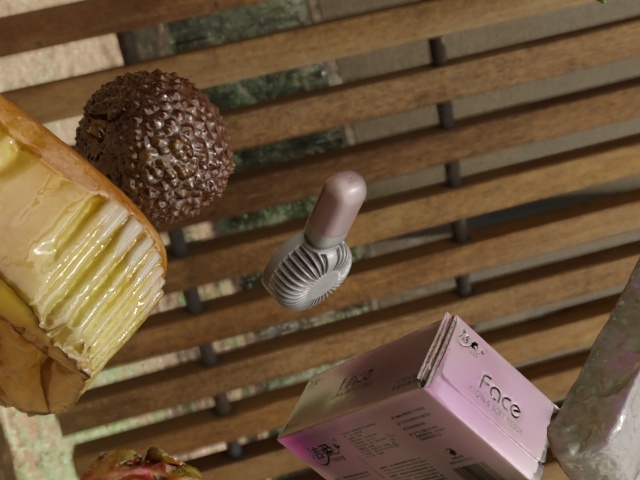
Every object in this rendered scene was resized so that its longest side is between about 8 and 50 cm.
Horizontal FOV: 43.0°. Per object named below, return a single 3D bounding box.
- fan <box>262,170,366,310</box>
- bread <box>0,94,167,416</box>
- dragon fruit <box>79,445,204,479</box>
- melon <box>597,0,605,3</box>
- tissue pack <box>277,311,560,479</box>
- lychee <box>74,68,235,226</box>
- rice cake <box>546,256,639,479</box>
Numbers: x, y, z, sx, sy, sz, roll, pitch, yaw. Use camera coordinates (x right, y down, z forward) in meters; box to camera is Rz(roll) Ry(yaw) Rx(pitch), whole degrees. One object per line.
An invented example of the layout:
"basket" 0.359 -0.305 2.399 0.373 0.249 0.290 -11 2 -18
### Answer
"fan" 0.000 0.000 1.121 0.074 0.130 0.244 49 -44 25
"bread" -0.261 -0.009 0.630 0.204 0.288 0.156 -43 -167 49
"dragon fruit" -0.251 0.388 1.010 0.296 0.314 0.263 34 36 -37
"melon" 0.326 -0.399 0.939 0.169 0.129 0.265 43 -29 9
"tissue pack" 0.086 0.179 0.797 0.148 0.092 0.246 42 -39 -13
"lychee" -0.256 -0.142 1.306 0.267 0.267 0.268 166 -90 -83
"rice cake" 0.255 0.057 0.573 0.050 0.298 0.106 4 -40 50
